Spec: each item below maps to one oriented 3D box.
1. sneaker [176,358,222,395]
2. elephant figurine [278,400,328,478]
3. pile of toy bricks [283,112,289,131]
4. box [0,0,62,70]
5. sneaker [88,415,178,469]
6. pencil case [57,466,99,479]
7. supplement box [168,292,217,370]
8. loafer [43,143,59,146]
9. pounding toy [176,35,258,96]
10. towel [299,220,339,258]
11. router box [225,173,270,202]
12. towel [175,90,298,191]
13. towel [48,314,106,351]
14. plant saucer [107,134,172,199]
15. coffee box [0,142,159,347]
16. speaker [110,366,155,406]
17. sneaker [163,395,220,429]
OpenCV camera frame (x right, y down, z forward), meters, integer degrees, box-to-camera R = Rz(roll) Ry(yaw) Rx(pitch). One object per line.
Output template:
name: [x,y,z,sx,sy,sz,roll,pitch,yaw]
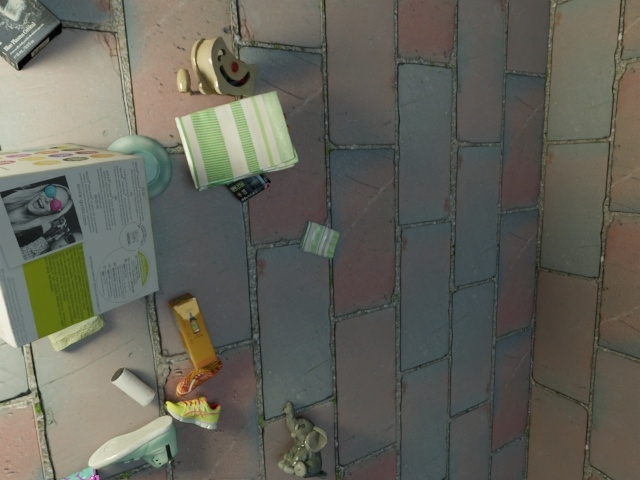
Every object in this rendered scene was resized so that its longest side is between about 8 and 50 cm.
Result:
sneaker: [-0.404,0.448,1.476,0.175,0.067,0.064,-28,78,-39]
elephant figurine: [-0.055,0.757,1.691,0.186,0.169,0.240,46,54,-58]
pile of toy bricks: [-0.173,-0.329,1.437,0.212,0.105,0.118,-29,147,-24]
box: [-0.750,-0.531,1.079,0.158,0.093,0.156,44,75,-28]
sneaker: [-0.567,0.673,1.385,0.255,0.094,0.151,-19,110,-27]
pencil case: [-0.731,0.719,1.303,0.151,0.070,0.065,-13,80,-31]
supplement box: [-0.409,0.291,1.431,0.078,0.080,0.234,-23,111,-28]
loafer: [-0.675,-0.230,1.198,0.147,0.050,0.056,-5,101,-31]
pounding toy: [-0.324,-0.510,1.320,0.269,0.154,0.154,-23,118,-57]
towel: [0.000,0.000,1.668,0.151,0.023,0.113,18,89,-33]
router box: [-0.236,-0.189,1.441,0.122,0.038,0.092,-28,119,23]
towel: [-0.254,-0.306,1.365,0.324,0.038,0.248,-18,87,-8]
towel: [-0.703,0.238,1.269,0.148,0.027,0.110,-30,111,-24]
plant saucer: [-0.527,-0.210,1.301,0.194,0.037,0.195,-5,100,-32]
coffee box: [-0.618,-0.023,1.015,0.334,0.337,0.339,-25,122,-49]
speaker: [-0.573,0.448,1.367,0.055,0.055,0.136,-47,118,-17]
sneaker: [-0.420,0.553,1.473,0.208,0.081,0.094,34,72,-37]
